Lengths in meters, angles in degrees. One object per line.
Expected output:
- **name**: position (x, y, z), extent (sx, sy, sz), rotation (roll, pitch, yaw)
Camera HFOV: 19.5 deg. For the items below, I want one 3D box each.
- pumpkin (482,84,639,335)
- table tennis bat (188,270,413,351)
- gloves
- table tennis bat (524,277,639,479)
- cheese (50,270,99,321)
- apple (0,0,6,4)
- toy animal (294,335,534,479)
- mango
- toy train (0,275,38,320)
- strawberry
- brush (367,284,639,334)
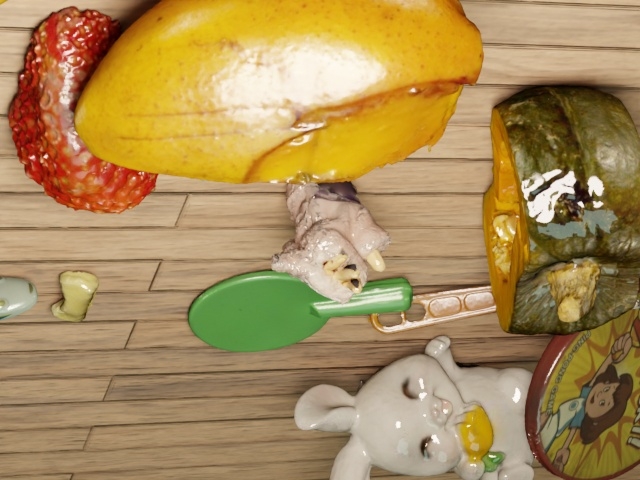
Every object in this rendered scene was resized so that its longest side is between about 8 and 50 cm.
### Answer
- **pumpkin**: position (0.248, -0.008, 1.896), extent (0.139, 0.222, 0.317), rotation (-10, 150, -8)
- **table tennis bat**: position (-0.022, 0.074, 2.106), extent (0.257, 0.039, 0.160), rotation (-6, 148, -2)
- **gloves**: position (0.007, -0.001, 1.889), extent (0.110, 0.144, 0.094), rotation (28, 135, -18)
- **table tennis bat**: position (0.406, 0.165, 2.303), extent (0.414, 0.051, 0.268), rotation (-8, 116, -38)
- **cheese**: position (-0.265, 0.061, 1.993), extent (0.044, 0.030, 0.083), rotation (18, 146, -10)
- **apple**: position (-0.262, -0.234, 1.443), extent (0.114, 0.102, 0.099), rotation (-20, 147, 8)
- **toy animal**: position (0.132, 0.230, 2.259), extent (0.325, 0.208, 0.154), rotation (-18, -170, -12)
- **mango**: position (-0.041, -0.141, 1.606), extent (0.350, 0.199, 0.201), rotation (-9, 173, -4)
- **toy train**: position (-0.412, 0.068, 1.923), extent (0.234, 0.052, 0.051), rotation (-11, 144, -4)
- **strawberry**: position (-0.203, -0.092, 1.693), extent (0.175, 0.107, 0.236), rotation (-28, 146, 22)
- **brush**: position (0.210, 0.066, 2.158), extent (0.314, 0.090, 0.017), rotation (-10, -171, 4)
